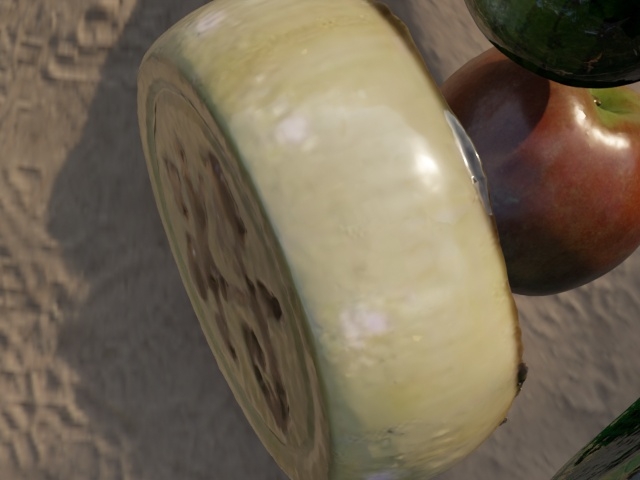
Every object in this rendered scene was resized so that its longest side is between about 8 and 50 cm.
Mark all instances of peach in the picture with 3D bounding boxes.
[{"bbox_3d":[0.209,-0.065,1.813,0.252,0.252,0.252,-2,108,-6],"label":"peach"}]

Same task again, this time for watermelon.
[{"bbox_3d":[0.230,-0.244,1.566,0.242,0.242,0.242,-2,108,-6],"label":"watermelon"}]

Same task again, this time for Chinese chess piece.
[{"bbox_3d":[0.000,0.000,0.920,0.104,0.257,0.257,-22,110,-15],"label":"Chinese chess piece"}]

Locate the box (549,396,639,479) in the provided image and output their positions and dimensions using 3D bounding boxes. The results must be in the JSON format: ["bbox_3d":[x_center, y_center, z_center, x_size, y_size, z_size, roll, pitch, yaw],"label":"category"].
[{"bbox_3d":[0.302,0.107,1.236,0.336,0.264,0.106,-38,86,-14],"label":"box"}]
